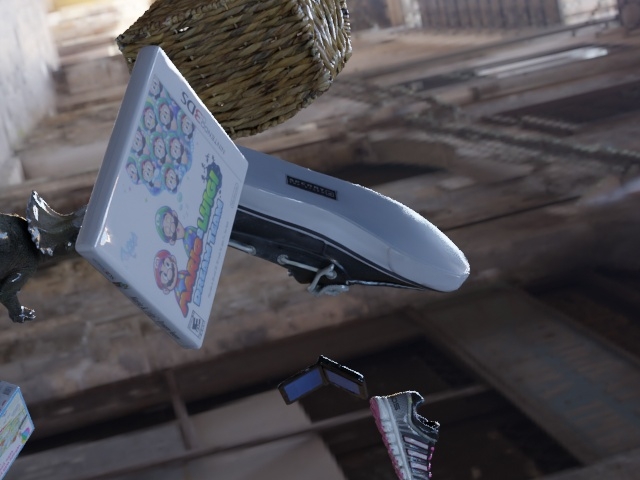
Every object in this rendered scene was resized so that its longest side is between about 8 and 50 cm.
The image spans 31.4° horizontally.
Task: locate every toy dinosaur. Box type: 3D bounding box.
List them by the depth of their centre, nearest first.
[{"bbox_3d":[-0.403,0.020,1.317,0.121,0.313,0.160,36,-58,39],"label":"toy dinosaur"}]

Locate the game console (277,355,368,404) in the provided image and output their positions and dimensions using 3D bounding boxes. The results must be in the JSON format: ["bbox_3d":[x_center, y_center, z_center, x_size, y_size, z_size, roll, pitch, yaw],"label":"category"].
[{"bbox_3d":[0.006,0.219,1.653,0.071,0.107,0.122,-62,166,-16],"label":"game console"}]

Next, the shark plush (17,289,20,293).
[{"bbox_3d":[-0.486,0.070,1.608,0.073,0.161,0.067,-72,145,-61],"label":"shark plush"}]

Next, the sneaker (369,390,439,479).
[{"bbox_3d":[0.126,0.266,1.457,0.063,0.074,0.170,-144,-148,-80],"label":"sneaker"}]

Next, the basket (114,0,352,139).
[{"bbox_3d":[-0.104,-0.289,1.670,0.213,0.299,0.223,63,27,-25],"label":"basket"}]

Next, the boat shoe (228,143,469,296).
[{"bbox_3d":[0.000,0.002,1.169,0.113,0.306,0.105,-96,-151,-58],"label":"boat shoe"}]

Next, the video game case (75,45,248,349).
[{"bbox_3d":[-0.101,-0.026,0.771,0.143,0.019,0.157,53,42,-52],"label":"video game case"}]

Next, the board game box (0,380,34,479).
[{"bbox_3d":[-0.418,0.267,1.424,0.103,0.026,0.154,90,22,-49],"label":"board game box"}]
